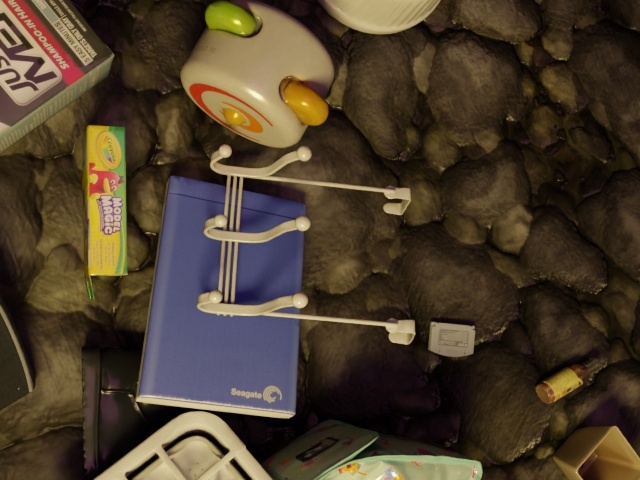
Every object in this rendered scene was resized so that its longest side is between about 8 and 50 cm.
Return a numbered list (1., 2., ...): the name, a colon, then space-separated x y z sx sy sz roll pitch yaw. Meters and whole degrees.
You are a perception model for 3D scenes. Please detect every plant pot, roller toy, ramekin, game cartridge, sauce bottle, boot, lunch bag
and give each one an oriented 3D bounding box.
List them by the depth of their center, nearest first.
1. boot: -0.221 0.255 0.996 0.207 0.094 0.246 -1 82 -16
2. roller toy: -0.089 -0.224 1.011 0.209 0.191 0.146 30 78 -11
3. lunch bag: 0.059 0.348 1.028 0.262 0.223 0.160 12 79 -18
4. ramekin: 0.109 -0.474 1.128 0.273 0.127 0.272 1 87 -20
5. game cartridge: 0.219 0.166 1.204 0.083 0.017 0.056 8 82 -19
6. plant pot: 0.473 0.387 1.244 0.109 0.096 0.109 -41 101 -16
7. sauce bottle: 0.439 0.243 1.266 0.128 0.042 0.042 -25 96 -17

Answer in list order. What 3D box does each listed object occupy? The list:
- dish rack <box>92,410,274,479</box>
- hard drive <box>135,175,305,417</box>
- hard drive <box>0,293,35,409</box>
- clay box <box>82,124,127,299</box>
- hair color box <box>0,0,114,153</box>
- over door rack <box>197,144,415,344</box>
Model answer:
1. dish rack: -0.152 0.407 0.868 0.285 0.072 0.333 -35 67 -29
2. hard drive: -0.129 0.076 1.009 0.210 0.040 0.318 12 64 -19
3. hard drive: -0.460 0.122 0.875 0.172 0.054 0.254 -31 123 -30
4. clay box: -0.291 -0.034 0.965 0.053 0.127 0.222 -2 89 -21
5. hair color box: -0.473 -0.191 0.913 0.374 0.113 0.185 -42 102 -16
6. over door rack: 0.000 0.000 1.014 0.324 0.108 0.239 11 64 -20
